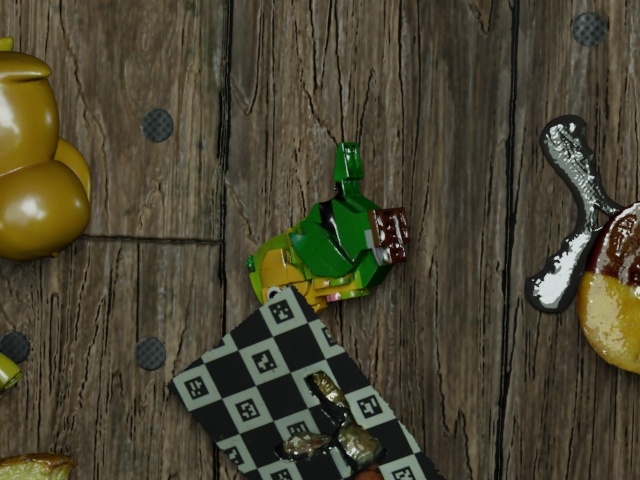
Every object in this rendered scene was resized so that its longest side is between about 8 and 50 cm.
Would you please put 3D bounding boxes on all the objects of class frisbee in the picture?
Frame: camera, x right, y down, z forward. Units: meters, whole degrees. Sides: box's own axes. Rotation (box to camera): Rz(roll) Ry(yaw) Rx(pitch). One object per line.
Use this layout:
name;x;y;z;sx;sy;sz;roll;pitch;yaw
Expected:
frisbee;0.311;-0.026;1.721;0.187;0.012;0.211;1;92;6

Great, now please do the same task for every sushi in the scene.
sushi;-0.003;0.198;1.739;0.192;0.043;0.279;-39;94;22

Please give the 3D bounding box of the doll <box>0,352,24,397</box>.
doll;-0.439;0.115;1.761;0.221;0.143;0.135;43;130;3

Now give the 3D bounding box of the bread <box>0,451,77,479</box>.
bread;-0.357;0.291;1.788;0.187;0.065;0.103;-9;85;6

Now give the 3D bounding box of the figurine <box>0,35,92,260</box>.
figurine;-0.339;-0.095;1.717;0.215;0.215;0.228;1;105;7

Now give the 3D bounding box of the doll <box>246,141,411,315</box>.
doll;0.005;0.007;1.713;0.186;0.106;0.134;-43;76;23

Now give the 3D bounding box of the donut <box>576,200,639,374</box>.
donut;0.346;0.045;1.681;0.166;0.073;0.184;6;97;2
